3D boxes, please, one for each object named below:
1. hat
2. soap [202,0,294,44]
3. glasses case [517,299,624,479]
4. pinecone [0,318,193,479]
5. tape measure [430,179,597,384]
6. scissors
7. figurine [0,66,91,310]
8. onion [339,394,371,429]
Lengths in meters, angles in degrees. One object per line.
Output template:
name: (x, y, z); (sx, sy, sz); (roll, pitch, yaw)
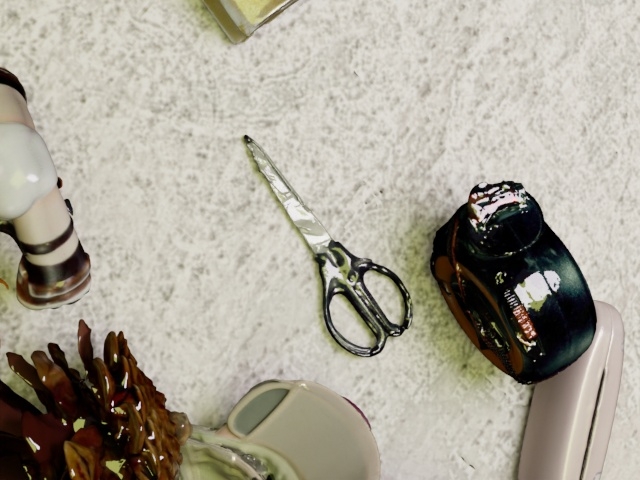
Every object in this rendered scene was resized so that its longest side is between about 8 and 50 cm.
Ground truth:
hat: (-0.040, 0.266, 1.067); (0.225, 0.164, 0.220); (-24, 56, -1)
soap: (-0.103, -0.378, 1.099); (0.173, 0.089, 0.274); (-39, 99, -11)
glasses case: (0.299, 0.216, 1.204); (0.075, 0.113, 0.297); (13, 88, -13)
pinecone: (-0.253, 0.224, 0.986); (0.264, 0.264, 0.264); (0, 91, -15)
tape measure: (0.212, 0.053, 1.133); (0.135, 0.202, 0.223); (-28, 83, -12)
scissors: (0.000, 0.000, 1.166); (0.109, 0.022, 0.300); (-37, 100, -16)
figurine: (-0.408, -0.016, 0.957); (0.323, 0.196, 0.320); (-23, 86, -11)
onion: (0.007, 0.227, 1.138); (0.115, 0.104, 0.115); (5, 105, 20)
